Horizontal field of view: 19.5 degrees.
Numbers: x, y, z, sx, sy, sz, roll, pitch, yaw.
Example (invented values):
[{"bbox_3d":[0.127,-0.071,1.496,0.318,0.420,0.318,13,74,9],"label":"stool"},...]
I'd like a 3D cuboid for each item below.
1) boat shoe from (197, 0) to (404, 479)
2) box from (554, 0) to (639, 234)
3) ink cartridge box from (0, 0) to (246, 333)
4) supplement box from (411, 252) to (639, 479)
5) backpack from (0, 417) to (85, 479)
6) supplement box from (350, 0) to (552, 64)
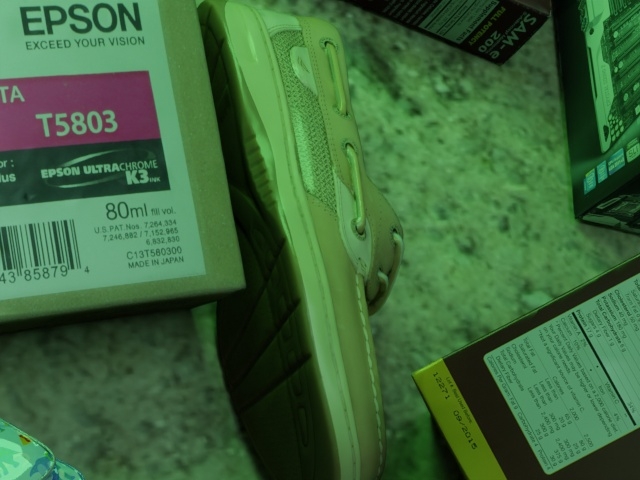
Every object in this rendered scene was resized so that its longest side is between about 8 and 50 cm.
[{"bbox_3d":[0.000,0.000,1.138,0.110,0.121,0.341,0,64,-26],"label":"boat shoe"},{"bbox_3d":[0.279,-0.176,1.258,0.076,0.307,0.242,13,60,-26],"label":"box"},{"bbox_3d":[-0.175,-0.044,1.066,0.235,0.088,0.193,-8,85,-30],"label":"ink cartridge box"},{"bbox_3d":[0.173,0.100,1.087,0.194,0.191,0.129,-28,77,1],"label":"supplement box"},{"bbox_3d":[-0.189,0.138,0.972,0.114,0.084,0.105,23,50,28],"label":"backpack"},{"bbox_3d":[0.049,-0.232,1.315,0.239,0.073,0.130,20,57,-18],"label":"supplement box"}]
